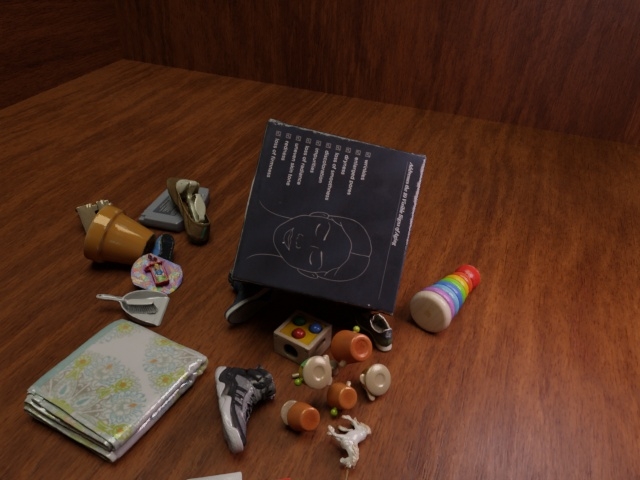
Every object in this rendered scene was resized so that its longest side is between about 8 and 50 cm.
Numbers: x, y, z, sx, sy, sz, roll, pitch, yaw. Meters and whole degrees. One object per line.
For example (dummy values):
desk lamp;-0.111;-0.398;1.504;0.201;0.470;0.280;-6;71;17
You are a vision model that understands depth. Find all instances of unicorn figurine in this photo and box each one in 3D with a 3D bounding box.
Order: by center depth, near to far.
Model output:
unicorn figurine;0.070;0.499;1.395;0.111;0.060;0.162;27;41;31

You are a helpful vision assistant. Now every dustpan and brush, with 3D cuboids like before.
dustpan and brush;-0.606;0.201;1.785;0.212;0.060;0.147;2;34;0

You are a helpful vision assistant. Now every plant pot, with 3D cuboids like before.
plant pot;-0.696;0.002;1.974;0.188;0.205;0.205;21;35;-2

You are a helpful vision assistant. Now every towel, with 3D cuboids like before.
towel;-0.543;0.384;1.506;0.321;0.090;0.374;21;38;20

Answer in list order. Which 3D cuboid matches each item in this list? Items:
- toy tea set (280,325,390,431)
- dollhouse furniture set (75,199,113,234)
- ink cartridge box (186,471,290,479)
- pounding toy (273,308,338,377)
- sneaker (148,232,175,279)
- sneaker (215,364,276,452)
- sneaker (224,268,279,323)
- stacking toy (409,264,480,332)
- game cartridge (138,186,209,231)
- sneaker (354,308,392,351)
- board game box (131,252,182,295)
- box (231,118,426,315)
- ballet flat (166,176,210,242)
toy tea set;0.024;0.376;1.515;0.336;0.199;0.124;-21;3;-32
dollhouse furniture set;-0.884;-0.083;2.212;0.144;0.123;0.151;-23;7;-32
ink cartridge box;-0.165;0.630;1.192;0.239;0.060;0.275;-5;35;-9
pounding toy;-0.034;0.313;1.630;0.206;0.094;0.181;21;39;26
sneaker;-0.573;0.073;1.987;0.069;0.082;0.209;28;43;-27
sneaker;-0.187;0.420;1.455;0.153;0.101;0.268;-9;34;-12
sneaker;-0.267;0.174;1.815;0.164;0.086;0.226;30;37;24
stacking toy;0.434;0.168;1.847;0.141;0.141;0.330;26;37;30
game cartridge;-0.581;-0.136;2.287;0.198;0.062;0.297;14;36;9
sneaker;0.168;0.252;1.738;0.064;0.086;0.192;-14;37;-22
board game box;-0.552;0.108;1.887;0.169;0.033;0.133;24;52;-4
box;0.021;-0.060;1.705;0.473;0.479;0.297;13;-4;-2
ballet flat;-0.500;-0.150;2.159;0.116;0.124;0.342;0;50;-37
